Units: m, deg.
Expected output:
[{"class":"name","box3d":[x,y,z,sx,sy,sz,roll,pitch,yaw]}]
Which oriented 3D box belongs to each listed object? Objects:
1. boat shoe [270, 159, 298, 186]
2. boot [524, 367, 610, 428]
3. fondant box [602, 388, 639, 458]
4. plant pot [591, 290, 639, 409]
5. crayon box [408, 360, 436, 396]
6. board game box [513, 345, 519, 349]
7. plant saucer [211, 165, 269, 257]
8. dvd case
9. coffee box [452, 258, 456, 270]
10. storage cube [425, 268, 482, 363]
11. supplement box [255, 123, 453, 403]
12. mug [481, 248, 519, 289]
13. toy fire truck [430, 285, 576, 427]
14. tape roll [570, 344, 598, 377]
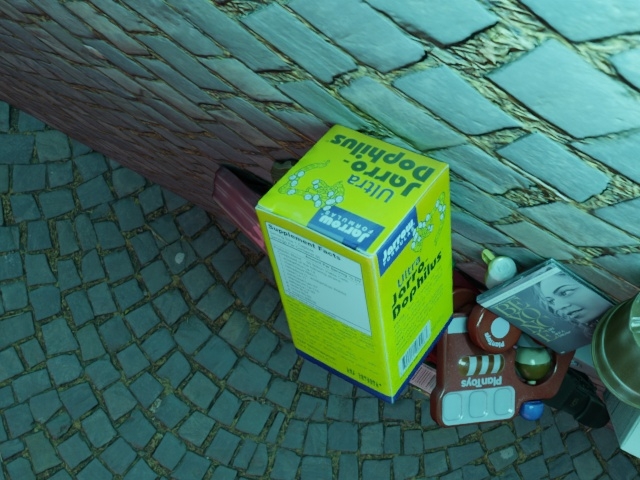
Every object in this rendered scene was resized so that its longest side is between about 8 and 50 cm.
[{"class":"boat shoe","box3d":[-0.076,-0.119,1.599,0.068,0.072,0.190,29,174,-9]},{"class":"boot","box3d":[0.583,0.335,1.914,0.263,0.091,0.229,39,-164,-6]},{"class":"fondant box","box3d":[0.755,0.404,1.692,0.238,0.096,0.330,27,-166,9]},{"class":"plant pot","box3d":[0.457,0.129,1.035,0.166,0.167,0.165,26,165,17]},{"class":"crayon box","box3d":[0.185,0.200,2.083,0.362,0.106,0.313,28,-143,1]},{"class":"board game box","box3d":[0.648,0.339,2.307,0.211,0.039,0.160,26,173,27]},{"class":"plant saucer","box3d":[-0.173,-0.051,2.074,0.332,0.084,0.332,46,174,6]},{"class":"dvd case","box3d":[0.402,0.119,1.337,0.221,0.018,0.164,32,138,-23]},{"class":"coffee box","box3d":[0.196,0.051,1.626,0.184,0.113,0.040,35,171,-39]},{"class":"storage cube","box3d":[0.248,0.157,1.830,0.193,0.215,0.183,39,170,-28]},{"class":"supplement box","box3d":[0.066,0.042,1.172,0.194,0.195,0.357,24,146,28]},{"class":"mug","box3d":[0.318,0.056,1.410,0.078,0.062,0.064,19,163,19]},{"class":"toy fire truck","box3d":[0.350,0.221,1.498,0.302,0.254,0.169,-1,-174,-21]},{"class":"tape roll","box3d":[0.532,0.219,1.719,0.219,0.072,0.219,28,173,4]}]
